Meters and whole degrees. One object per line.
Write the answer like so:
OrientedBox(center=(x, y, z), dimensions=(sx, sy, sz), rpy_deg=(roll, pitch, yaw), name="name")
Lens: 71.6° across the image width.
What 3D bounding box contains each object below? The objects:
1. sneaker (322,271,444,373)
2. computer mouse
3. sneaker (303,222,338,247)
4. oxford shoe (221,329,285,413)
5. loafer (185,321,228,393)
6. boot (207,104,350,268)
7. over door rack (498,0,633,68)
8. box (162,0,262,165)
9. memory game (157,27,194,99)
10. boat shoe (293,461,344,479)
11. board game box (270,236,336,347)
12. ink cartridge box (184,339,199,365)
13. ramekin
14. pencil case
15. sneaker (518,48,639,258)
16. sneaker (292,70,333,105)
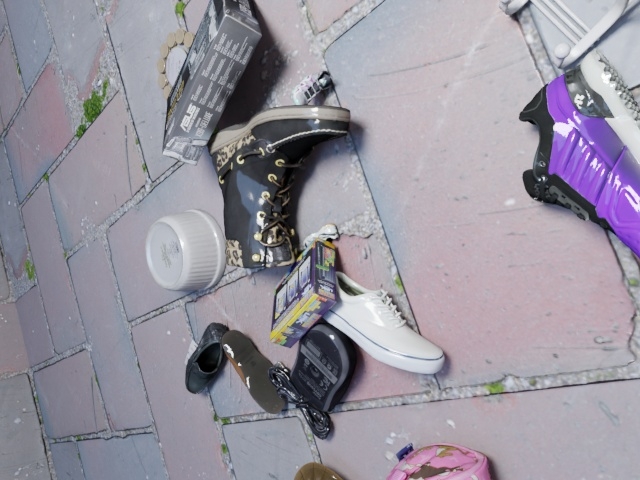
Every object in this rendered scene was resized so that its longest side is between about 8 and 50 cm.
OrientedBox(center=(0.098, 0.134, 0.765), dimensions=(0.258, 0.094, 0.091), rpy_deg=(25, 112, 34), name="sneaker")
OrientedBox(center=(0.000, 0.254, 0.882), dimensions=(0.188, 0.072, 0.272), rpy_deg=(44, 133, 24), name="computer mouse")
OrientedBox(center=(0.000, 0.000, 0.866), dimensions=(0.083, 0.032, 0.037), rpy_deg=(-35, 74, 37), name="sneaker")
OrientedBox(center=(-0.151, 0.303, 1.018), dimensions=(0.212, 0.076, 0.076), rpy_deg=(52, 154, 19), name="oxford shoe")
OrientedBox(center=(-0.287, 0.304, 1.099), dimensions=(0.078, 0.076, 0.223), rpy_deg=(-105, 37, -60), name="loafer")
OrientedBox(center=(-0.085, -0.092, 0.853), dimensions=(0.377, 0.138, 0.284), rpy_deg=(-3, 93, 43), name="boot")
OrientedBox(center=(0.331, -0.404, 0.498), dimensions=(0.324, 0.108, 0.240), rpy_deg=(-44, 70, 34), name="over door rack")
OrientedBox(center=(-0.232, -0.345, 0.913), dimensions=(0.307, 0.076, 0.242), rpy_deg=(-51, 35, 31), name="box")
OrientedBox(center=(-0.355, -0.430, 1.108), dimensions=(0.186, 0.012, 0.186), rpy_deg=(7, 101, 38), name="memory game")
OrientedBox(center=(0.078, 0.547, 0.843), dimensions=(0.302, 0.109, 0.098), rpy_deg=(25, 148, 30), name="boat shoe")
OrientedBox(center=(-0.033, 0.100, 0.841), dimensions=(0.170, 0.048, 0.141), rpy_deg=(-50, 28, 37), name="board game box")
OrientedBox(center=(-0.325, 0.303, 1.170), dimensions=(0.048, 0.028, 0.083), rpy_deg=(37, 118, 29), name="ink cartridge box")
OrientedBox(center=(-0.340, 0.028, 1.095), dimensions=(0.207, 0.109, 0.207), rpy_deg=(6, 99, 39), name="ramekin")
OrientedBox(center=(0.216, 0.523, 0.680), dimensions=(0.167, 0.160, 0.386), rpy_deg=(-17, 86, 38), name="pencil case")
OrientedBox(center=(0.340, -0.068, 0.548), dimensions=(0.146, 0.102, 0.293), rpy_deg=(-29, 73, 42), name="sneaker")
OrientedBox(center=(-0.008, -0.281, 0.805), dimensions=(0.069, 0.038, 0.098), rpy_deg=(-11, 45, 33), name="sneaker")
